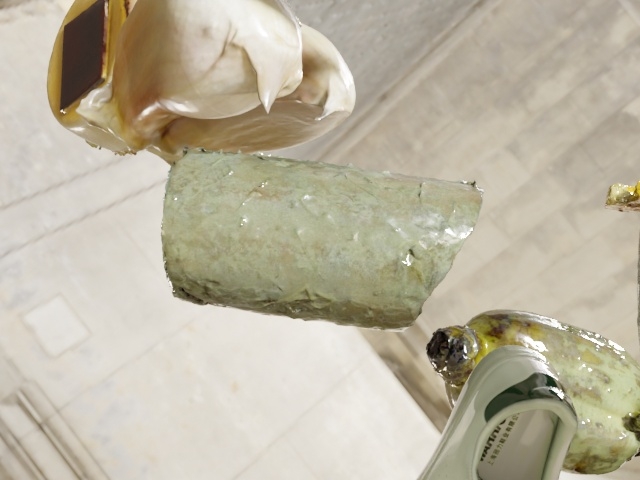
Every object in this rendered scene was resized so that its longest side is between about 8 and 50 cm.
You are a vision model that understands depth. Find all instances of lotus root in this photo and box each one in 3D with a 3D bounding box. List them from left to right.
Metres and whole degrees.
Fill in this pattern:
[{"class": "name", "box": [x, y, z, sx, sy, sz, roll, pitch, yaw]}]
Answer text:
[{"class": "lotus root", "box": [0.258, 0.168, 1.141, 0.173, 0.309, 0.173, -58, -163, 29]}]

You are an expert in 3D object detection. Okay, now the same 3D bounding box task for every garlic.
[{"class": "garlic", "box": [-0.103, -0.188, 1.112, 0.313, 0.286, 0.249, -20, -147, 44]}]

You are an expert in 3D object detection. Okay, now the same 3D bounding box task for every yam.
[{"class": "yam", "box": [0.000, 0.000, 0.976, 0.168, 0.304, 0.168, 8, 90, -89]}]

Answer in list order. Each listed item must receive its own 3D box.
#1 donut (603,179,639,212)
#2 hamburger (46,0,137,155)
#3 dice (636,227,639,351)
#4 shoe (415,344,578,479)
[{"class": "donut", "box": [0.521, -0.073, 1.593, 0.097, 0.043, 0.108, 10, 171, -41]}, {"class": "hamburger", "box": [-0.302, -0.279, 1.544, 0.170, 0.302, 0.302, 16, 135, -41]}, {"class": "dice", "box": [0.360, 0.046, 0.523, 0.304, 0.304, 0.277, 16, 160, -36]}, {"class": "shoe", "box": [0.114, 0.209, 0.726, 0.110, 0.095, 0.265, -133, -118, -82]}]
